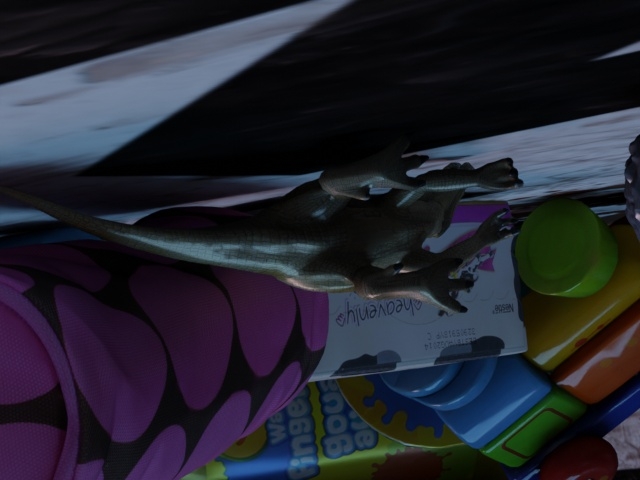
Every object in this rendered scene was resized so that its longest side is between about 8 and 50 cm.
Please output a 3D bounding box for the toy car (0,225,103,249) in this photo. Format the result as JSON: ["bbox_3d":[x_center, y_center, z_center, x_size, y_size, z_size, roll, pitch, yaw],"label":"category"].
[{"bbox_3d":[-0.192,0.125,0.709,0.219,0.238,0.210,-9,176,22],"label":"toy car"}]

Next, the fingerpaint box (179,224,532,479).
[{"bbox_3d":[-0.022,0.231,1.105,0.371,0.444,0.163,-6,175,-9],"label":"fingerpaint box"}]

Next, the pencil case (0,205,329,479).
[{"bbox_3d":[-0.074,0.034,0.619,0.098,0.095,0.209,7,-174,20],"label":"pencil case"}]

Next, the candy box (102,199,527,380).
[{"bbox_3d":[-0.050,0.032,0.853,0.233,0.071,0.159,-9,176,38],"label":"candy box"}]

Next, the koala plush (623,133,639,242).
[{"bbox_3d":[0.161,0.028,0.440,0.203,0.196,0.221,-21,170,24],"label":"koala plush"}]

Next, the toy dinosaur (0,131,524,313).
[{"bbox_3d":[0.000,0.000,0.590,0.183,0.053,0.093,-4,177,-44],"label":"toy dinosaur"}]

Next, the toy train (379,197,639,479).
[{"bbox_3d":[0.151,0.015,0.952,0.248,0.105,0.143,-41,142,18],"label":"toy train"}]
